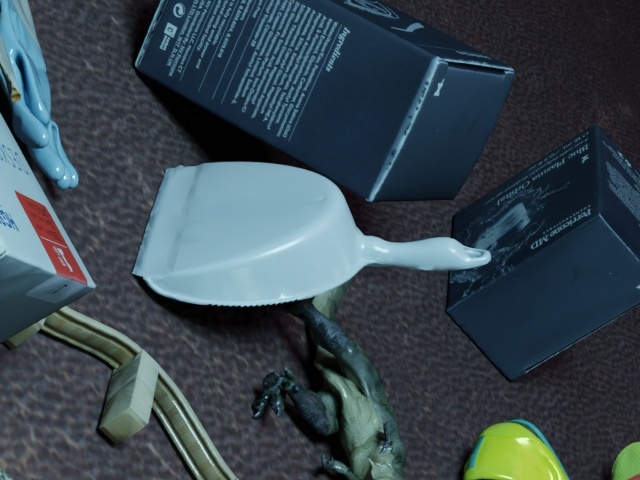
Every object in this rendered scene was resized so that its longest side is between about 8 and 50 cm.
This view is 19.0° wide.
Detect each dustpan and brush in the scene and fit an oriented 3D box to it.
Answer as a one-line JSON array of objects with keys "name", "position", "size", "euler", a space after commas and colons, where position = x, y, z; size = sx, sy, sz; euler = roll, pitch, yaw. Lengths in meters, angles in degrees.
[{"name": "dustpan and brush", "position": [0.000, 0.000, 1.208], "size": [0.147, 0.211, 0.060], "euler": [-80, 162, -58]}]

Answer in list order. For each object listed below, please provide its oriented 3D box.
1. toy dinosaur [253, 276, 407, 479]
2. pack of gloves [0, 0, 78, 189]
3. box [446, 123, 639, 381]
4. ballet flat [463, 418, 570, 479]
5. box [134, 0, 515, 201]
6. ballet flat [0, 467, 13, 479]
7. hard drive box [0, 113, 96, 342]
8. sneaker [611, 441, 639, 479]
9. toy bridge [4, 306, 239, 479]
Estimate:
[{"name": "toy dinosaur", "position": [0.009, 0.089, 1.240], "size": [0.118, 0.064, 0.268], "euler": [36, 23, -38]}, {"name": "pack of gloves", "position": [-0.206, -0.142, 1.095], "size": [0.195, 0.046, 0.232], "euler": [69, 0, -52]}, {"name": "box", "position": [0.194, 0.008, 1.579], "size": [0.093, 0.156, 0.158], "euler": [47, 25, -21]}, {"name": "ballet flat", "position": [0.182, 0.236, 1.389], "size": [0.231, 0.077, 0.077], "euler": [52, 45, -5]}, {"name": "box", "position": [0.006, -0.118, 1.323], "size": [0.207, 0.108, 0.153], "euler": [31, 14, 23]}, {"name": "ballet flat", "position": [-0.166, 0.141, 0.747], "size": [0.483, 0.164, 0.182], "euler": [51, 2, -28]}, {"name": "hard drive box", "position": [-0.213, -0.062, 0.886], "size": [0.232, 0.089, 0.181], "euler": [61, 2, 7]}, {"name": "sneaker", "position": [0.255, 0.225, 1.517], "size": [0.094, 0.081, 0.208], "euler": [43, 27, -24]}, {"name": "toy bridge", "position": [-0.106, 0.085, 1.056], "size": [0.188, 0.026, 0.063], "euler": [47, 22, -21]}]
